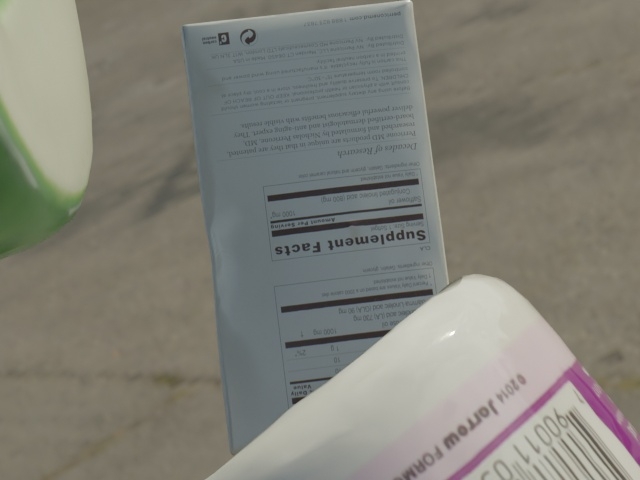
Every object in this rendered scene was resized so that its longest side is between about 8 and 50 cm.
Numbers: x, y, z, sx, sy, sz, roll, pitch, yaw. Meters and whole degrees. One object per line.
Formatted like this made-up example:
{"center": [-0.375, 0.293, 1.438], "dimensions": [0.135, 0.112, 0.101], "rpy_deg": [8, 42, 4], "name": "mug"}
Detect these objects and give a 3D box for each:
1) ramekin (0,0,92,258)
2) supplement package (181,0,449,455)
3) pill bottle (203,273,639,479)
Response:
{"center": [-0.171, -0.115, 0.552], "dimensions": [0.148, 0.303, 0.303], "rpy_deg": [-15, 10, 2], "name": "ramekin"}
{"center": [0.000, 0.000, 1.142], "dimensions": [0.133, 0.244, 0.139], "rpy_deg": [-7, -7, -2], "name": "supplement package"}
{"center": [0.077, 0.172, 0.535], "dimensions": [0.169, 0.301, 0.169], "rpy_deg": [-38, -4, -3], "name": "pill bottle"}
